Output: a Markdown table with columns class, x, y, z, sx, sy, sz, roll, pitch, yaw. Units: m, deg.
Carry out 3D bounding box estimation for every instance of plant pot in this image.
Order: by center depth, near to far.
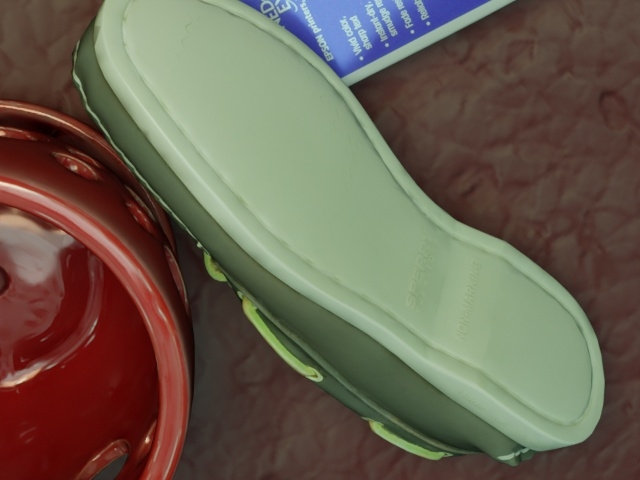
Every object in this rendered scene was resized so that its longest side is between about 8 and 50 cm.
| class | x | y | z | sx | sy | sz | roll | pitch | yaw |
| --- | --- | --- | --- | --- | --- | --- | --- | --- | --- |
| plant pot | -0.147 | 0.039 | 0.813 | 0.191 | 0.174 | 0.191 | 0 | 105 | -1 |

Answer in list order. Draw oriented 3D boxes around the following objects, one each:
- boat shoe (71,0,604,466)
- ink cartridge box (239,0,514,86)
| class | x | y | z | sx | sy | sz | roll | pitch | yaw |
| --- | --- | --- | --- | --- | --- | --- | --- | --- | --- |
| boat shoe | -0.001 | 0.004 | 0.833 | 0.305 | 0.109 | 0.091 | 40 | 139 | -25 |
| ink cartridge box | -0.008 | -0.176 | 0.850 | 0.208 | 0.045 | 0.206 | -27 | 103 | 0 |
